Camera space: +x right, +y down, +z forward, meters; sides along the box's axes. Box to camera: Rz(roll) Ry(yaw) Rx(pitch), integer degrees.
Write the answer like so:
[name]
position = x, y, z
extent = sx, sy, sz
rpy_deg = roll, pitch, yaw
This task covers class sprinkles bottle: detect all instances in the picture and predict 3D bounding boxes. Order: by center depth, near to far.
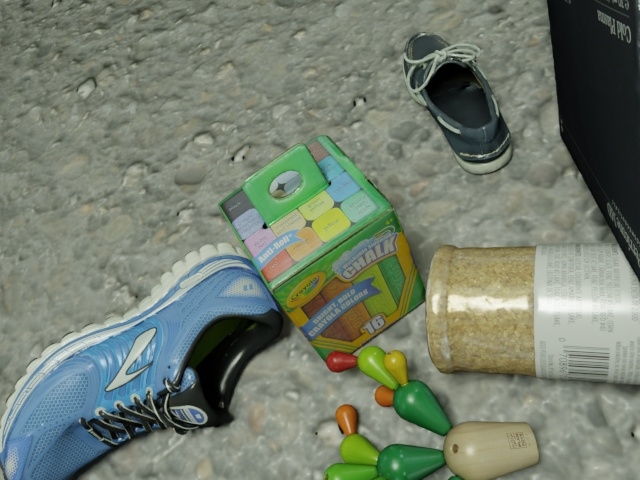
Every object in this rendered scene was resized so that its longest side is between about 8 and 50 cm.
[sprinkles bottle]
position = 0.270, 0.059, 0.477
extent = 0.356, 0.121, 0.121
rpy_deg = -1, 57, 22

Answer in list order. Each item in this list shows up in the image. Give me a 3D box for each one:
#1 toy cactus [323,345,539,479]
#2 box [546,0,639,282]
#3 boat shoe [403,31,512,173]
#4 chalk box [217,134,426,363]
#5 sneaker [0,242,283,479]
[toy cactus]
position = 0.088, 0.178, 0.497
extent = 0.181, 0.112, 0.219
rpy_deg = -11, 44, 4
[box]
position = 0.287, -0.184, 0.447
extent = 0.179, 0.312, 0.343
rpy_deg = -9, 28, 16
[boat shoe]
position = 0.158, -0.191, 0.729
extent = 0.095, 0.079, 0.254
rpy_deg = -19, 52, 10
[chalk box]
position = 0.000, 0.000, 0.574
extent = 0.132, 0.213, 0.132
rpy_deg = -34, 51, -2
[sneaker]
position = -0.179, 0.145, 0.605
extent = 0.330, 0.129, 0.147
rpy_deg = -40, 49, -8
